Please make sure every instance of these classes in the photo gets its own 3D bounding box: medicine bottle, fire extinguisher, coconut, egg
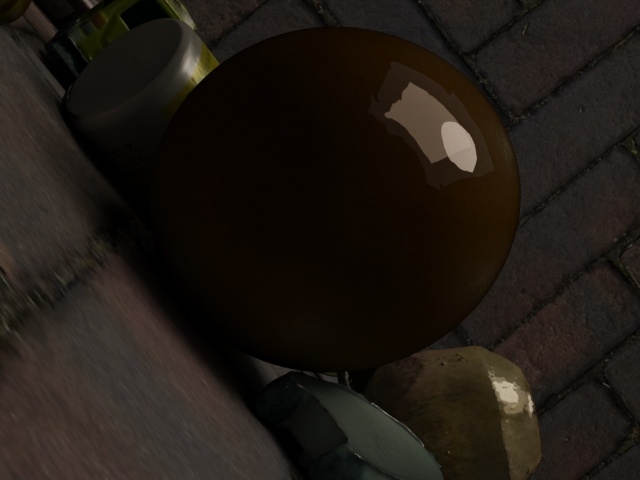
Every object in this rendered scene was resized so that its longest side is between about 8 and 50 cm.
[{"bbox_3d":[-0.113,-0.075,1.244,0.258,0.143,0.143,53,1,-36],"label":"medicine bottle"},{"bbox_3d":[-0.357,-0.340,1.710,0.099,0.071,0.231,6,-37,51],"label":"fire extinguisher"},{"bbox_3d":[0.115,0.194,1.254,0.194,0.194,0.194,52,1,-2],"label":"coconut"},{"bbox_3d":[0.019,-0.034,1.081,0.282,0.282,0.351,53,28,20],"label":"egg"}]

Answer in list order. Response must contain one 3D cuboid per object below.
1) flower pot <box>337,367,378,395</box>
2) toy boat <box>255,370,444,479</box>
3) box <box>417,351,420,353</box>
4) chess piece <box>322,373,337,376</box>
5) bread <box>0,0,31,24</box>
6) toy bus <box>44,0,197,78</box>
[{"bbox_3d":[0.105,0.215,1.541,0.108,0.103,0.229,48,10,-52],"label":"flower pot"},{"bbox_3d":[0.021,0.178,1.042,0.134,0.079,0.207,44,7,32],"label":"toy boat"},{"bbox_3d":[0.130,0.236,2.021,0.264,0.116,0.415,52,0,-36],"label":"box"},{"bbox_3d":[-0.014,0.054,1.700,0.144,0.144,0.251,52,-4,-38],"label":"chess piece"},{"bbox_3d":[-0.283,-0.231,1.100,0.094,0.083,0.157,66,6,26],"label":"bread"},{"bbox_3d":[-0.209,-0.214,1.448,0.128,0.150,0.262,54,0,-16],"label":"toy bus"}]
